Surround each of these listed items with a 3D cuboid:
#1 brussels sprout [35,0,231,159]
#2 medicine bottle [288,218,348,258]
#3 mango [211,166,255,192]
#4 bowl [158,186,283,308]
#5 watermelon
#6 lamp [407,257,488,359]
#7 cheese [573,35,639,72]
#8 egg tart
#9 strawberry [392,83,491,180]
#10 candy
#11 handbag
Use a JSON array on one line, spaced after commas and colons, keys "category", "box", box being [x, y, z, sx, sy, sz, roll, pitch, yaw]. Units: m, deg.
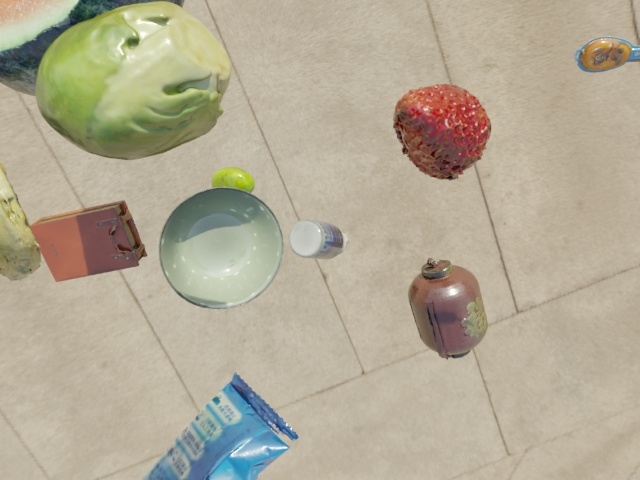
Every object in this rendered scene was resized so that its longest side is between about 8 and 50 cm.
[{"category": "brussels sprout", "box": [-0.182, -0.148, 0.521, 0.162, 0.143, 0.181, 18, 147, -39]}, {"category": "medicine bottle", "box": [0.000, 0.000, 1.504, 0.107, 0.192, 0.106, -2, 85, 27]}, {"category": "mango", "box": [-0.275, -0.178, 1.665, 0.117, 0.089, 0.163, 51, 138, -11]}, {"category": "bowl", "box": [-0.284, 0.011, 1.498, 0.338, 0.157, 0.336, -4, 101, -19]}, {"category": "watermelon", "box": [-0.305, -0.306, 0.634, 0.226, 0.148, 0.318, 44, 111, 1]}, {"category": "lamp", "box": [0.303, 0.165, 1.283, 0.180, 0.180, 0.257, -20, 110, 1]}, {"category": "cheese", "box": [0.360, -0.221, 0.634, 0.111, 0.017, 0.047, 1, 142, 10]}, {"category": "egg tart", "box": [-0.462, -0.035, 0.705, 0.098, 0.252, 0.231, -29, 129, -40]}, {"category": "strawberry", "box": [0.234, -0.235, 1.106, 0.206, 0.245, 0.205, -1, 89, 31]}, {"category": "candy", "box": [-0.090, 0.184, 0.433, 0.136, 0.088, 0.038, -48, 146, -13]}, {"category": "handbag", "box": [-0.446, 0.002, 1.035, 0.190, 0.062, 0.127, -10, 113, 10]}]
